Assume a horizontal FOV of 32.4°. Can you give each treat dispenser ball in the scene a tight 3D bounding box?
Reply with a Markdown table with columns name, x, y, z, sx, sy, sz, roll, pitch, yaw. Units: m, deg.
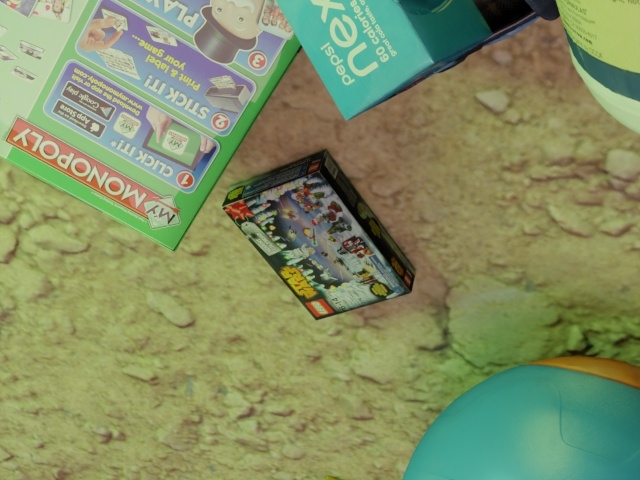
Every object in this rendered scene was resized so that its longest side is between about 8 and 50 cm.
| name | x | y | z | sx | sy | sz | roll | pitch | yaw |
| --- | --- | --- | --- | --- | --- | --- | --- | --- | --- |
| treat dispenser ball | 0.199 | 0.233 | 0.843 | 0.288 | 0.288 | 0.288 | 8 | 134 | 9 |

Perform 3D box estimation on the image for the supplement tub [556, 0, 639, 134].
| name | x | y | z | sx | sy | sz | roll | pitch | yaw |
| --- | --- | --- | --- | --- | --- | --- | --- | --- | --- |
| supplement tub | 0.174 | -0.212 | 0.411 | 0.228 | 0.228 | 0.316 | -9 | 127 | 24 |

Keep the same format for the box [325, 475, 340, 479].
| name | x | y | z | sx | sy | sz | roll | pitch | yaw |
| --- | --- | --- | --- | --- | --- | --- | --- | --- | --- |
| box | -0.005 | 0.310 | 1.080 | 0.028 | 0.136 | 0.081 | 16 | 135 | 1 |

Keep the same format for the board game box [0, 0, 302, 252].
| name | x | y | z | sx | sy | sz | roll | pitch | yaw |
| --- | --- | --- | --- | --- | --- | --- | --- | --- | --- |
| board game box | -0.180 | -0.155 | 0.706 | 0.317 | 0.046 | 0.213 | 30 | 115 | -12 |

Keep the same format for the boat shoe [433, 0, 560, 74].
| name | x | y | z | sx | sy | sz | roll | pitch | yaw |
| --- | --- | --- | --- | --- | --- | --- | --- | --- | --- |
| boat shoe | 0.124 | -0.157 | 0.630 | 0.109 | 0.089 | 0.258 | 36 | 132 | -18 |

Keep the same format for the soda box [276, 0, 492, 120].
| name | x | y | z | sx | sy | sz | roll | pitch | yaw |
| --- | --- | --- | --- | --- | --- | --- | --- | --- | --- |
| soda box | 0.001 | -0.178 | 0.598 | 0.071 | 0.067 | 0.210 | -29 | 93 | 43 |

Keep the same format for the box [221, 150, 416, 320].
| name | x | y | z | sx | sy | sz | roll | pitch | yaw |
| --- | --- | --- | --- | --- | --- | --- | --- | --- | --- |
| box | 0.000 | 0.000 | 0.860 | 0.094 | 0.027 | 0.137 | -19 | 125 | 31 |
